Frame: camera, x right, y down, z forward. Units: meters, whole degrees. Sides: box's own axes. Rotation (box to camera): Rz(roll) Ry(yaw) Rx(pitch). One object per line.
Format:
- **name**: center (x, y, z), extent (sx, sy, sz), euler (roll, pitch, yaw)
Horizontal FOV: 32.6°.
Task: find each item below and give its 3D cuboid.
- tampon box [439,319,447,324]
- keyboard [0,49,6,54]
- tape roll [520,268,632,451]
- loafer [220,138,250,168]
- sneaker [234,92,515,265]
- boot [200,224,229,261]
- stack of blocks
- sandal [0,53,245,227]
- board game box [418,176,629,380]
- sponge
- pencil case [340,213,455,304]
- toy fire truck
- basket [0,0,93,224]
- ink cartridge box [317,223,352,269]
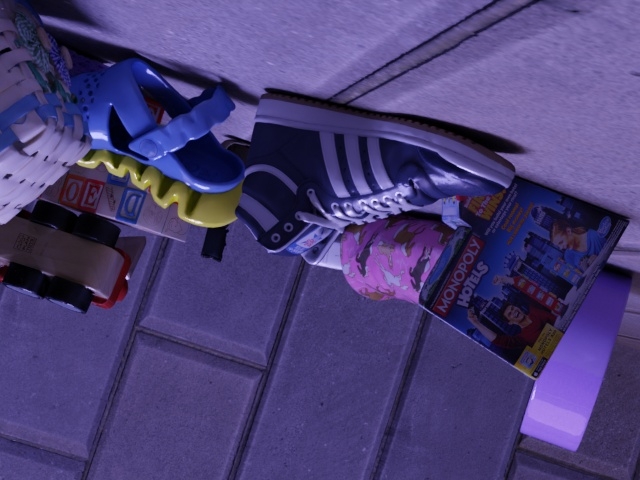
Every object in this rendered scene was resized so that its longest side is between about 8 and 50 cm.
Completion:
- **tampon box**: center (0.235, 0.047, 1.356), extent (0.101, 0.161, 0.120), euler (19, 176, -14)
- **keyboard**: center (-0.386, -0.218, 1.229), extent (0.108, 0.023, 0.180), euler (20, 162, 27)
- **tape roll**: center (0.384, 0.172, 1.645), extent (0.090, 0.275, 0.275), euler (19, 177, 13)
- **loafer**: center (-0.080, -0.102, 1.563), extent (0.148, 0.056, 0.050), euler (18, -177, -1)
- **sneaker**: center (0.039, -0.040, 1.031), extent (0.282, 0.153, 0.099), euler (16, 177, 34)
- **boot**: center (-0.178, -0.017, 1.847), extent (0.045, 0.099, 0.121), euler (17, 177, 7)
- **stack of blocks**: center (-0.273, -0.114, 1.438), extent (0.297, 0.171, 0.087), euler (15, 175, 43)
- **sandal**: center (-0.210, -0.138, 1.162), extent (0.317, 0.138, 0.126), euler (21, -144, 2)
- **board game box**: center (0.184, 0.010, 1.123), extent (0.194, 0.194, 0.060), euler (34, 173, -10)
- **sponge**: center (-0.340, -0.217, 1.307), extent (0.117, 0.031, 0.210), euler (21, 177, -32)
- **pencil case**: center (0.183, 0.045, 1.734), extent (0.160, 0.167, 0.386), euler (-20, -163, -26)
- **toy fire truck**: center (-0.345, 0.018, 1.482), extent (0.217, 0.159, 0.246), euler (16, 166, 12)
- **basket**: center (-0.352, -0.164, 1.000), extent (0.289, 0.201, 0.255), euler (46, 180, 1)
- **ink cartridge box**: center (0.000, 0.000, 2.183), extent (0.238, 0.060, 0.275), euler (10, -171, 3)
